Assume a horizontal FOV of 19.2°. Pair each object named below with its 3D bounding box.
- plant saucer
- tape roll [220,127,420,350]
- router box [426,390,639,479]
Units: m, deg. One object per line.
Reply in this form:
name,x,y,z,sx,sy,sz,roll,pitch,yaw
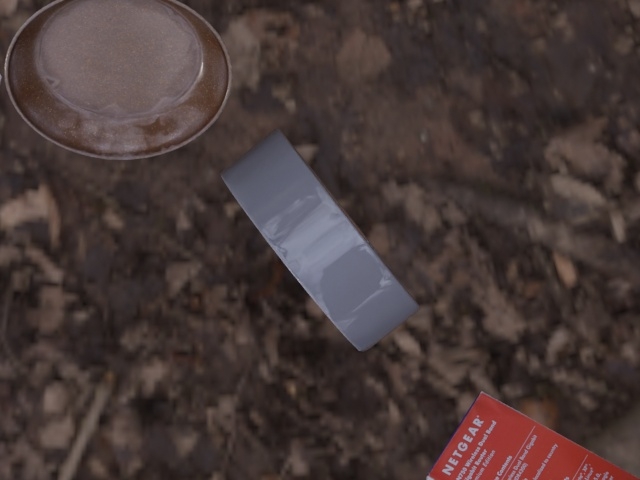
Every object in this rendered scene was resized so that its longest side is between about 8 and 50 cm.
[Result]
plant saucer,-0.177,-0.154,1.663,0.199,0.036,0.198,-2,135,-2
tape roll,0.000,0.000,1.785,0.072,0.219,0.219,-38,122,2
router box,0.225,0.283,1.466,0.301,0.082,0.335,28,156,16
